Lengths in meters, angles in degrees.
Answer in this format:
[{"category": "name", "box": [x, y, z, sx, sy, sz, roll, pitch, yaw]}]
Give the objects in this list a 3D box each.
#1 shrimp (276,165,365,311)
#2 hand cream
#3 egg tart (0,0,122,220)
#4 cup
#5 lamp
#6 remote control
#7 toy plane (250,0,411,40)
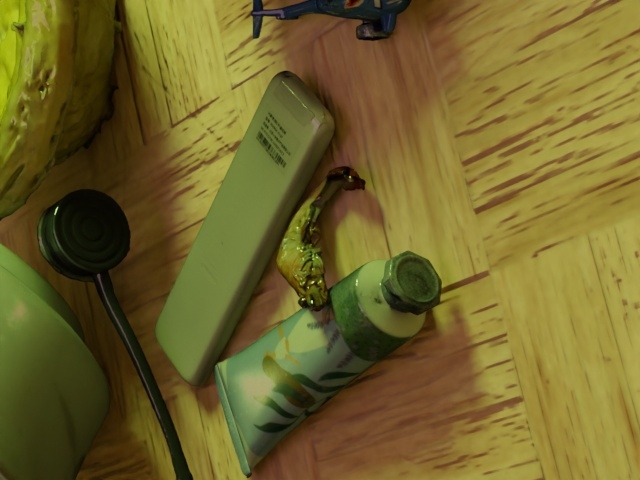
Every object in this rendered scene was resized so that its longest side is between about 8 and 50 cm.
[{"category": "shrimp", "box": [0.000, 0.000, 0.984, 0.091, 0.025, 0.127, -53, 23, 24]}, {"category": "hand cream", "box": [-0.003, 0.082, 1.016, 0.256, 0.055, 0.088, -41, 64, 49]}, {"category": "egg tart", "box": [-0.270, -0.173, 1.232, 0.345, 0.132, 0.345, 4, 95, 47]}, {"category": "cup", "box": [-0.301, 0.095, 1.191, 0.347, 0.163, 0.347, 28, 153, 16]}, {"category": "lamp", "box": [-0.102, 0.123, 1.077, 0.108, 0.130, 0.371, -35, 62, 52]}, {"category": "remote control", "box": [-0.056, -0.004, 1.084, 0.067, 0.029, 0.261, 51, 129, 32]}, {"category": "toy plane", "box": [0.006, -0.158, 0.981, 0.167, 0.062, 0.054, 2, 94, 58]}]
